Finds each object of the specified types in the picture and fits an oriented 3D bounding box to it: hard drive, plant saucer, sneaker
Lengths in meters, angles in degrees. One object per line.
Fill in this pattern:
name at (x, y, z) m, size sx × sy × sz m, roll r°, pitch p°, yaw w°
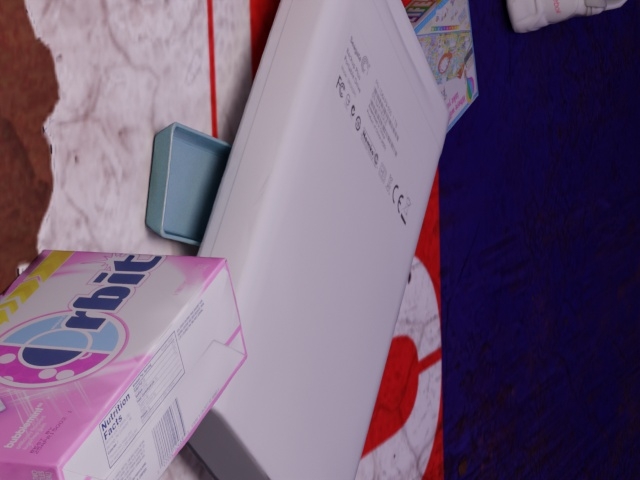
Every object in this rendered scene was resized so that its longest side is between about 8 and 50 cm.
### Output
hard drive at (0.000, 0.000, 1.173) m, size 0.233 × 0.047 × 0.353 m, roll 60°, pitch 39°, yaw -52°
plant saucer at (-0.056, -0.023, 1.121) m, size 0.192 × 0.018 × 0.067 m, roll 18°, pitch 76°, yaw -67°
sneaker at (0.252, -0.254, 1.681) m, size 0.232 × 0.115 × 0.090 m, roll -56°, pitch 142°, yaw -50°

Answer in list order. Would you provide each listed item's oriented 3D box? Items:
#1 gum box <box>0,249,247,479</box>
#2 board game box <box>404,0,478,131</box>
gum box at (-0.124, 0.078, 0.863) m, size 0.188 × 0.107 × 0.062 m, roll -53°, pitch 139°, yaw -52°
board game box at (0.083, -0.132, 1.417) m, size 0.154 × 0.026 × 0.103 m, roll -49°, pitch 136°, yaw -55°
